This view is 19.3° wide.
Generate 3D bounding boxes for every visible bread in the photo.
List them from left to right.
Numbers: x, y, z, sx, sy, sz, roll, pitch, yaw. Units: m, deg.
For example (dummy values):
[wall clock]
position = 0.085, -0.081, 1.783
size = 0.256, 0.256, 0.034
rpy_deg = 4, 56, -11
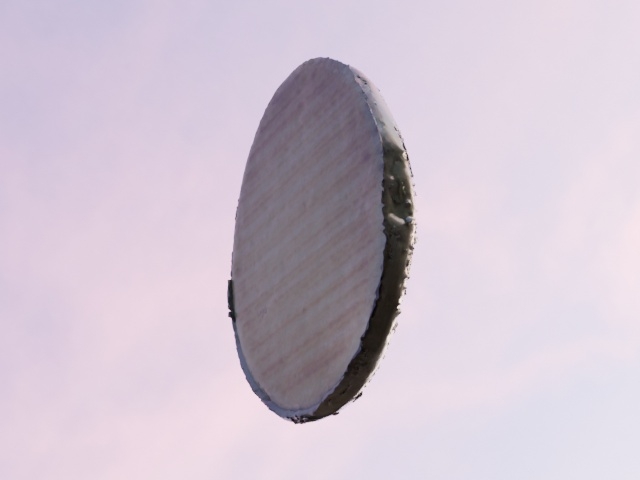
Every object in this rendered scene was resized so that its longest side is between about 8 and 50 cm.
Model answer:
[bread]
position = 0.000, 0.000, 1.368
size = 0.040, 0.267, 0.267
rpy_deg = 6, -68, -26
